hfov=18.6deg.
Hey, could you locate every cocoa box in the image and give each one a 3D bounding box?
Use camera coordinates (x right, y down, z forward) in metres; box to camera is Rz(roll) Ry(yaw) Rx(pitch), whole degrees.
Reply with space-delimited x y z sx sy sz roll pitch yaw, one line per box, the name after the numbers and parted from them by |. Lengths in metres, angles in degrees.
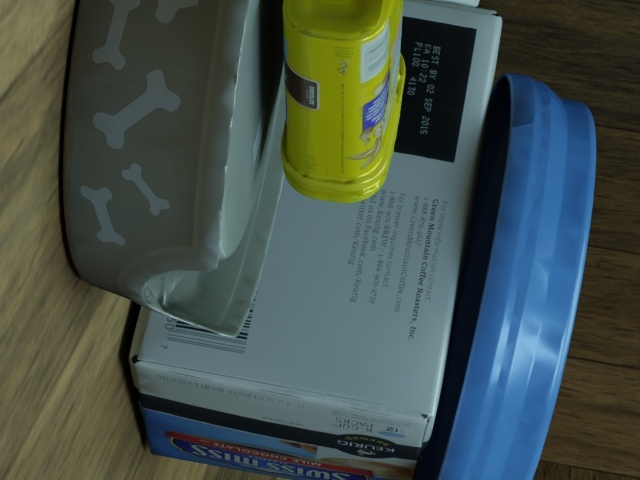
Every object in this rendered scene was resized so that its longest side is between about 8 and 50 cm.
0.000 0.000 1.560 0.228 0.231 0.347 95 6 -67 | cocoa box

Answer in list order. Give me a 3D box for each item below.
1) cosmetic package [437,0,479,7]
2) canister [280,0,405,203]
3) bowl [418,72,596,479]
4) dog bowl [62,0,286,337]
0.072 -0.402 1.672 0.284 0.097 0.377 -2 107 -59 | cosmetic package
0.015 -0.123 1.251 0.170 0.073 0.126 90 10 -57 | canister
0.146 0.059 1.606 0.391 0.077 0.391 -168 -90 -88 | bowl
-0.075 -0.115 1.229 0.349 0.102 0.349 10 90 -85 | dog bowl
